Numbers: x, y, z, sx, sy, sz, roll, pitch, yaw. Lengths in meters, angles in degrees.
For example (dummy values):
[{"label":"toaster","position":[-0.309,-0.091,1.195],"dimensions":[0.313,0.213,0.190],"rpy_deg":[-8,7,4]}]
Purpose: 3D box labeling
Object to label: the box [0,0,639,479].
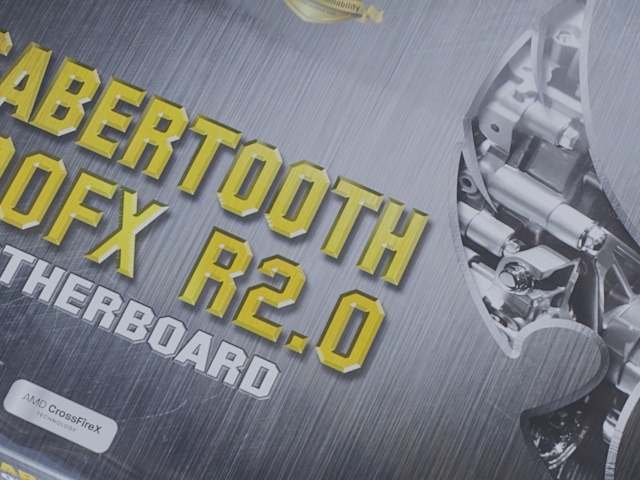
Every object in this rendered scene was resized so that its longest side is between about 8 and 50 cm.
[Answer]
[{"label":"box","position":[0.000,0.000,0.500],"dimensions":[0.231,0.183,0.056],"rpy_deg":[25,159,5]}]
